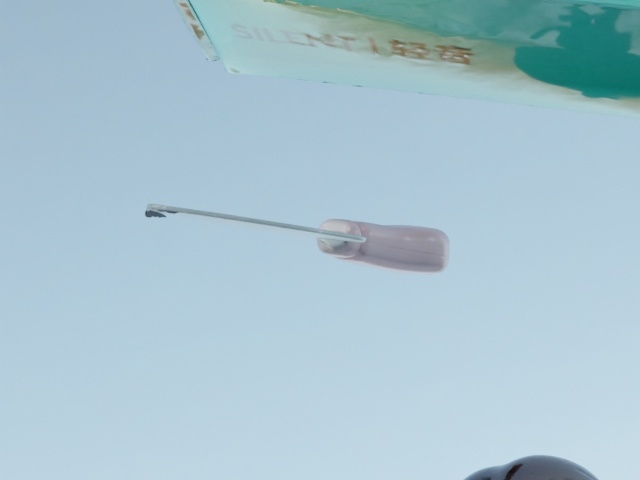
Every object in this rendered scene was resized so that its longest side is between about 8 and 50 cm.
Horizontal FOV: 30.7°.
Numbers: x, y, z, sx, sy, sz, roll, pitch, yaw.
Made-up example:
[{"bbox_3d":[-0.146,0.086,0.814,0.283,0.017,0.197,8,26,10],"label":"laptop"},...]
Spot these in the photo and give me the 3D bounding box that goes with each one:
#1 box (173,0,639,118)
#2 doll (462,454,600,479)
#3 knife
[{"bbox_3d":[0.103,-0.170,0.517,0.311,0.205,0.118,9,-17,14],"label":"box"},{"bbox_3d":[0.124,0.222,0.785,0.096,0.188,0.145,50,-32,-15],"label":"doll"},{"bbox_3d":[0.003,0.000,0.909,0.081,0.043,0.336,5,-1,37],"label":"knife"}]
